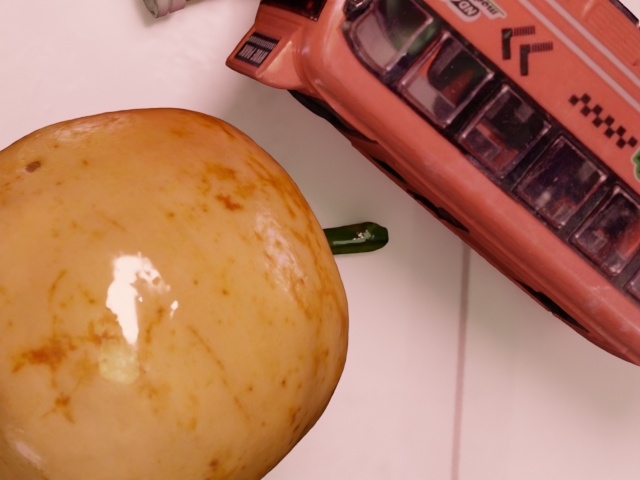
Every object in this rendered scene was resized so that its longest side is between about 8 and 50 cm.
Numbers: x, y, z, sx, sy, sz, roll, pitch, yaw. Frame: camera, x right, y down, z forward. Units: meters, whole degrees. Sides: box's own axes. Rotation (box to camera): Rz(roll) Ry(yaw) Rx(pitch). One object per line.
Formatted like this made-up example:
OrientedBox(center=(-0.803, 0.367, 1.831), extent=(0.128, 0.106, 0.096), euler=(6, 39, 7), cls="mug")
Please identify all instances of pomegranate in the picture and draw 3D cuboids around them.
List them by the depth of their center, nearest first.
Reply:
OrientedBox(center=(-0.135, 0.079, 1.395), extent=(0.342, 0.342, 0.342), euler=(0, 90, -12), cls="pomegranate")

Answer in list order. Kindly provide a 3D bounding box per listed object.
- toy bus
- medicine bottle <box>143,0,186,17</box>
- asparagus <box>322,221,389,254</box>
OrientedBox(center=(0.146, -0.105, 1.479), extent=(0.427, 0.203, 0.233), euler=(39, 88, -21), cls="toy bus")
OrientedBox(center=(-0.039, -0.239, 1.532), extent=(0.218, 0.074, 0.074), euler=(-18, 94, -13), cls="medicine bottle")
OrientedBox(center=(0.000, 0.001, 1.565), extent=(0.108, 0.021, 0.025), euler=(-6, 87, -11), cls="asparagus")
